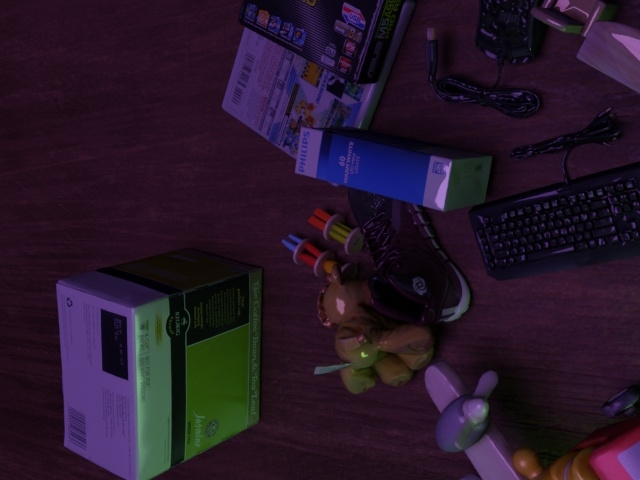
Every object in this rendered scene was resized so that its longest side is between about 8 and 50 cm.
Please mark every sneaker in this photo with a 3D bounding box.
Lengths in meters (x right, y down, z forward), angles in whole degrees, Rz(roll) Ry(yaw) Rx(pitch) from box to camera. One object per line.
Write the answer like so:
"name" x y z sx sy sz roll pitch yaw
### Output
"sneaker" 0.106 0.015 1.298 0.281 0.162 0.106 53 128 18

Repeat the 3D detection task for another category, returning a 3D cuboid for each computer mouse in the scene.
"computer mouse" 0.236 -0.311 1.187 0.184 0.060 0.262 14 120 33

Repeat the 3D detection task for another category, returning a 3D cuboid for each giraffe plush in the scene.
"giraffe plush" 0.066 0.134 1.365 0.181 0.210 0.170 -54 41 40

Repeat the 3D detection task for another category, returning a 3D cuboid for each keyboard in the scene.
"keyboard" 0.345 -0.061 1.169 0.317 0.033 0.201 -16 89 40

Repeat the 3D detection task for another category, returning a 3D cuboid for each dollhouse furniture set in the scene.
"dollhouse furniture set" 0.415 -0.334 0.938 0.286 0.198 0.303 39 122 27

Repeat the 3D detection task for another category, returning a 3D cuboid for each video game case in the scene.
"video game case" -0.017 -0.304 1.415 0.300 0.036 0.329 37 120 28

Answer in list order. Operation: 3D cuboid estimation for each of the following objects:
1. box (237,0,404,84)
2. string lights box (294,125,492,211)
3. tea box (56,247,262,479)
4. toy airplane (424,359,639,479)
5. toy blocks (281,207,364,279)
"box" 0.004 -0.395 1.312 0.270 0.060 0.216 34 120 29
"string lights box" 0.106 -0.114 1.249 0.260 0.133 0.077 17 107 34
"tea box" -0.291 0.216 1.571 0.220 0.323 0.329 13 107 37
"toy airplane" 0.298 0.378 1.148 0.386 0.272 0.384 10 107 38
"toy blocks" 0.000 0.000 1.456 0.148 0.054 0.123 30 118 32
